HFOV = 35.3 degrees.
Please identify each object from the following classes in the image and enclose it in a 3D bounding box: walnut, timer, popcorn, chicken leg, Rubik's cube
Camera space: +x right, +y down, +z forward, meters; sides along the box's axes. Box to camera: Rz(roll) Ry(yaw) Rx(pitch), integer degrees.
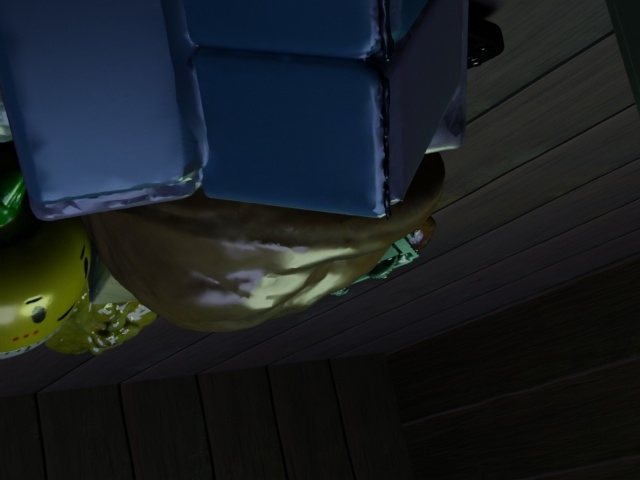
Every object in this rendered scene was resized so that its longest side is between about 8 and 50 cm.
[{"bbox_3d":[-0.072,-0.079,1.059,0.384,0.383,0.383,-12,166,-3],"label":"walnut"},{"bbox_3d":[-0.402,-0.007,1.228,0.285,0.285,0.285,-12,166,-3],"label":"timer"},{"bbox_3d":[-0.397,0.079,1.741,0.233,0.192,0.266,19,124,-37],"label":"popcorn"},{"bbox_3d":[0.098,-0.020,1.949,0.252,0.087,0.107,-4,144,-8],"label":"chicken leg"},{"bbox_3d":[0.113,-0.227,1.209,0.187,0.055,0.144,-19,163,39],"label":"timer"},{"bbox_3d":[-0.054,-0.199,0.581,0.358,0.368,0.387,-8,124,-9],"label":"Rubik's cube"}]

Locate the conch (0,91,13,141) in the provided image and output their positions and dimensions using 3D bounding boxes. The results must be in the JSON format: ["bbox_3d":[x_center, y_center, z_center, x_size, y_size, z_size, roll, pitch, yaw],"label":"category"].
[{"bbox_3d":[-0.278,-0.185,0.831,0.277,0.195,0.220,5,160,43],"label":"conch"}]

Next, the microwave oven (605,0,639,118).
[{"bbox_3d":[0.488,-0.247,1.069,0.295,0.237,0.181,-8,165,-9],"label":"microwave oven"}]

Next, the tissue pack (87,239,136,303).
[{"bbox_3d":[-0.116,-0.049,1.389,0.405,0.205,0.332,-6,168,-21],"label":"tissue pack"}]

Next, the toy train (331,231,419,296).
[{"bbox_3d":[0.000,0.000,1.736,0.330,0.178,0.138,-22,144,18],"label":"toy train"}]
